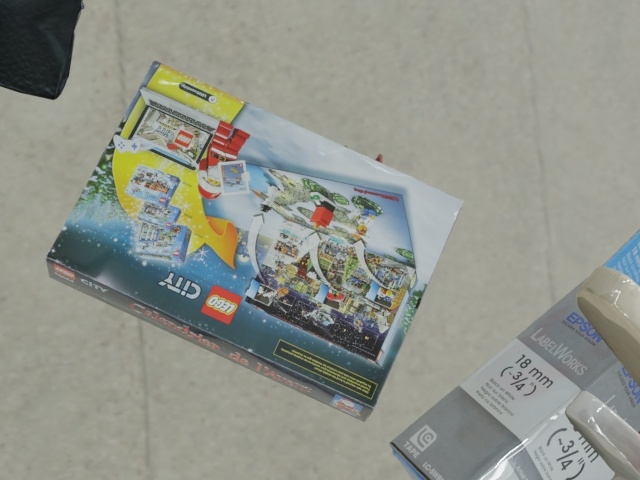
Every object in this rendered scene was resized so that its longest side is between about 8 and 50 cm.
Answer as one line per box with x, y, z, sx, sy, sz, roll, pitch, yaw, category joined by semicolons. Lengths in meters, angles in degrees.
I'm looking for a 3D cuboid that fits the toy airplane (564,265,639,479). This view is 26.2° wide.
0.340;0.192;0.950;0.384;0.272;0.386;55;11;23;toy airplane

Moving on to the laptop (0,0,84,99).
-0.184;-0.170;0.449;0.234;0.264;0.136;18;29;-5;laptop

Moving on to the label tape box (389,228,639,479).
0.258;0.182;1.315;0.334;0.106;0.240;-39;129;-10;label tape box

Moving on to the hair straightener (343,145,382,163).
0.000;0.000;1.534;0.089;0.047;0.230;17;77;-1;hair straightener

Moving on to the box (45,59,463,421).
-0.042;-0.001;0.916;0.233;0.044;0.159;25;70;2;box
